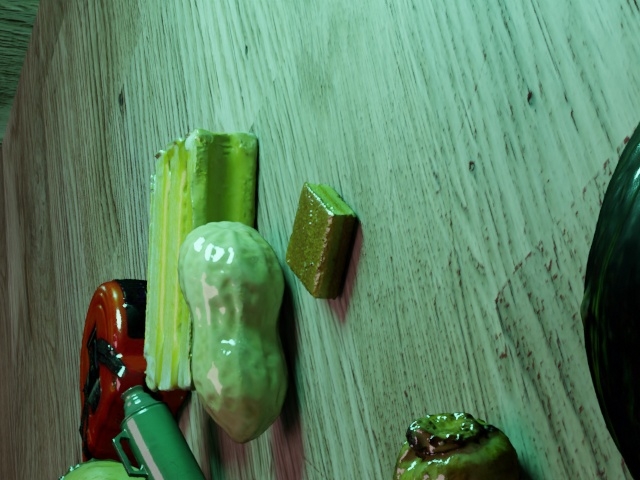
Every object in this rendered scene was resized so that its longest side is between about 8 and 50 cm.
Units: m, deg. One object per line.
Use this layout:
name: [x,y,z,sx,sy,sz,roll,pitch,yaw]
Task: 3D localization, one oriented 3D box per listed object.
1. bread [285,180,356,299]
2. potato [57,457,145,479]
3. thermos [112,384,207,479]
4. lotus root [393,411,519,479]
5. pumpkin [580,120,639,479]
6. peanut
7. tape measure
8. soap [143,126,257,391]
bread: [0.000,0.000,1.325,0.090,0.035,0.094,-130,49,-59]
potato: [-0.262,0.420,1.675,0.242,0.242,0.285,-25,46,65]
thermos: [-0.200,0.270,1.625,0.188,0.083,0.073,59,176,22]
lotus root: [0.099,0.221,0.986,0.108,0.094,0.191,-79,-8,-71]
pumpkin: [0.236,-0.007,0.433,0.323,0.241,0.323,-58,6,10]
peanut: [-0.091,0.092,1.433,0.123,0.123,0.257,129,136,-55]
tape measure: [-0.277,0.185,1.864,0.253,0.114,0.260,119,147,-45]
soap: [-0.150,0.030,1.616,0.199,0.091,0.315,159,112,-66]
